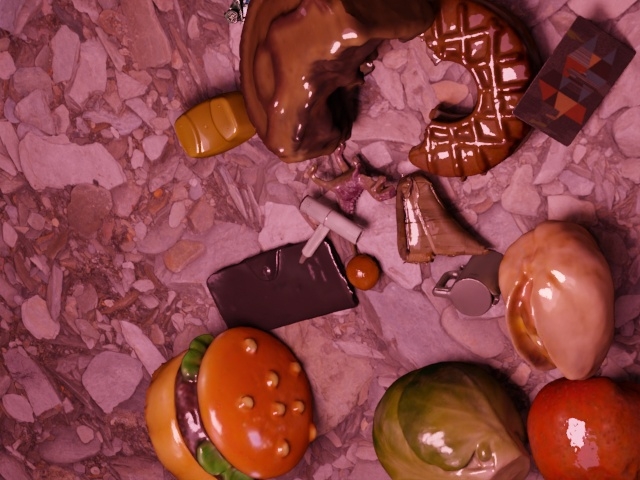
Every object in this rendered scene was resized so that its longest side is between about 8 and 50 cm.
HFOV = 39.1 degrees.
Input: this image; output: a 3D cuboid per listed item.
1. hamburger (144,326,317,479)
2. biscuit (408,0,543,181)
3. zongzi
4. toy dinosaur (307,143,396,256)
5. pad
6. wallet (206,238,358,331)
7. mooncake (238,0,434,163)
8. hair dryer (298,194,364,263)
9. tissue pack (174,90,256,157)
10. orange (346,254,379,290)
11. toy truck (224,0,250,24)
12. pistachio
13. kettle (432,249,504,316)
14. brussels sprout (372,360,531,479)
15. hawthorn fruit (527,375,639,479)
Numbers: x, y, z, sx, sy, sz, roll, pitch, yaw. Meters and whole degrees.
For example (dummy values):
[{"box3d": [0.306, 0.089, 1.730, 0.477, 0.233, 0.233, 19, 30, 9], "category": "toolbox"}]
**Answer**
[{"box3d": [-0.204, 0.399, 2.149, 0.277, 0.396, 0.396, -26, 99, 34], "category": "hamburger"}, {"box3d": [0.298, -0.294, 1.757, 0.268, 0.115, 0.366, 4, 114, 26], "category": "biscuit"}, {"box3d": [0.256, -0.049, 1.902, 0.197, 0.099, 0.195, -3, 104, 14], "category": "zongzi"}, {"box3d": [0.060, -0.096, 1.982, 0.200, 0.072, 0.251, 49, 133, 10], "category": "toy dinosaur"}, {"box3d": [0.468, -0.291, 1.668, 0.142, 0.003, 0.211, 27, 108, -17], "category": "pad"}, {"box3d": [-0.095, 0.115, 2.174, 0.377, 0.051, 0.197, -18, 103, 30], "category": "wallet"}, {"box3d": [0.011, -0.345, 1.752, 0.393, 0.246, 0.394, 20, 118, 49], "category": "mooncake"}, {"box3d": [0.006, 0.006, 2.035, 0.154, 0.044, 0.183, 32, 130, 17], "category": "hair dryer"}, {"box3d": [-0.227, -0.261, 2.033, 0.178, 0.127, 0.123, -21, 94, 31], "category": "tissue pack"}, {"box3d": [0.096, 0.073, 2.045, 0.085, 0.085, 0.085, 11, 116, 23], "category": "orange"}, {"box3d": [-0.152, -0.533, 1.905, 0.078, 0.080, 0.154, 12, 118, -2], "category": "toy truck"}, {"box3d": [0.471, 0.116, 1.781, 0.229, 0.237, 0.321, 14, 117, 61], "category": "pistachio"}, {"box3d": [0.324, 0.084, 1.888, 0.126, 0.148, 0.098, 36, 124, 10], "category": "kettle"}, {"box3d": [0.291, 0.417, 1.959, 0.354, 0.289, 0.282, 33, 127, 45], "category": "brussels sprout"}, {"box3d": [0.553, 0.425, 1.830, 0.276, 0.298, 0.277, 11, 154, 6], "category": "hawthorn fruit"}]
